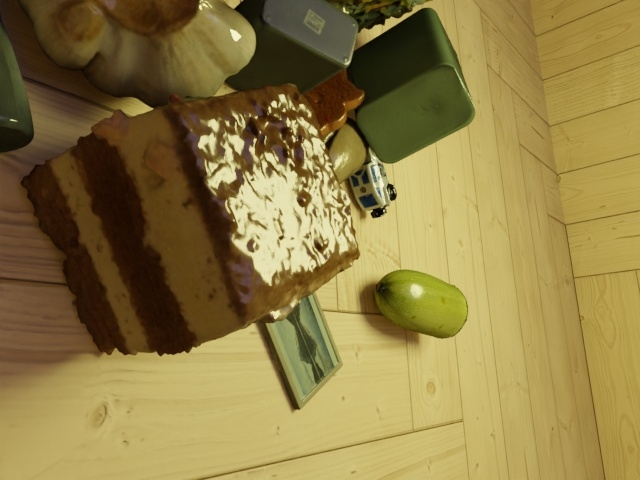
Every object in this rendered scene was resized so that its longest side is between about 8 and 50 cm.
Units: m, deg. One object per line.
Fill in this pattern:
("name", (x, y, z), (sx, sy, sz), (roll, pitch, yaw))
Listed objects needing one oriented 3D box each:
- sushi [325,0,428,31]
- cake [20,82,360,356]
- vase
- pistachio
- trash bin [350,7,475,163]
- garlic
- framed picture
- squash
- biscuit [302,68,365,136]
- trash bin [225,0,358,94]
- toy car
("sushi", (0.105, -0.560, 1.023), (0.351, 0.396, 0.240), (-31, 107, -45))
("cake", (-0.143, -0.021, 0.642), (0.255, 0.290, 0.282), (-32, 107, -49))
("vase", (-0.374, -0.210, 0.579), (0.086, 0.086, 0.214), (0, 75, -51))
("pistachio", (0.016, -0.161, 1.010), (0.136, 0.135, 0.226), (56, 45, -24))
("trash bin", (0.186, -0.320, 1.096), (0.158, 0.222, 0.343), (52, 24, -29))
("garlic", (-0.228, -0.265, 0.695), (0.280, 0.203, 0.185), (-7, 115, -14))
("framed picture", (-0.034, 0.169, 0.931), (0.150, 0.015, 0.203), (-31, 104, -51))
("squash", (0.209, 0.135, 1.148), (0.247, 0.132, 0.133), (20, 64, -46))
("biscuit", (-0.021, -0.248, 0.966), (0.043, 0.183, 0.280), (72, 38, -60))
("trash bin", (-0.070, -0.308, 0.847), (0.176, 0.236, 0.101), (20, 79, -28))
("toy car", (0.105, -0.133, 1.141), (0.070, 0.080, 0.171), (-22, 97, -50))
